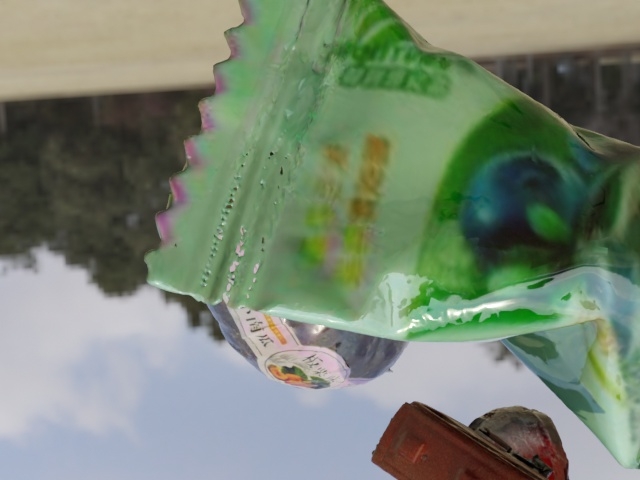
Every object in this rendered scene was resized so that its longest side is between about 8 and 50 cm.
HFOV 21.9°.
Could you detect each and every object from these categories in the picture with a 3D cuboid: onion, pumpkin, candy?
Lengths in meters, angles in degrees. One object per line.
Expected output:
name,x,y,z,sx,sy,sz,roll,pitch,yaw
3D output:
onion,0.127,0.226,1.208,0.098,0.206,0.151,-4,-173,-20
pumpkin,0.003,0.000,1.494,0.189,0.260,0.260,-18,179,30
candy,0.097,-0.024,1.105,0.398,0.263,0.172,24,152,-23

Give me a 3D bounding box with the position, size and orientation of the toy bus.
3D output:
toy bus,0.132,0.179,1.050,0.096,0.073,0.235,30,180,-38
